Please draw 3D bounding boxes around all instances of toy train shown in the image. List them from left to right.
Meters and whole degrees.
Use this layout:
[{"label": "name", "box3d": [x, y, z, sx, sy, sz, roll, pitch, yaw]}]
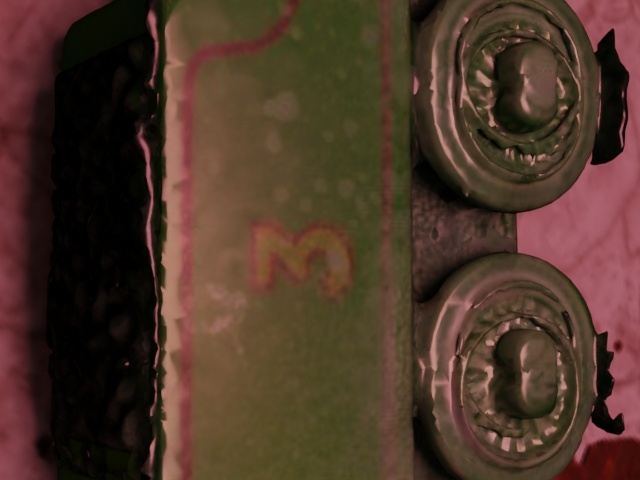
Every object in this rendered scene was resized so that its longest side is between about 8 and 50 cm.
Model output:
[{"label": "toy train", "box3d": [0.000, 0.000, 0.508, 0.188, 0.132, 0.243, 3, 85, -29]}]
